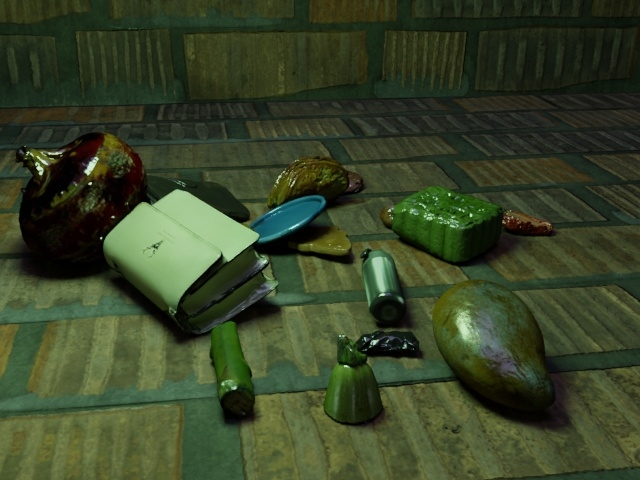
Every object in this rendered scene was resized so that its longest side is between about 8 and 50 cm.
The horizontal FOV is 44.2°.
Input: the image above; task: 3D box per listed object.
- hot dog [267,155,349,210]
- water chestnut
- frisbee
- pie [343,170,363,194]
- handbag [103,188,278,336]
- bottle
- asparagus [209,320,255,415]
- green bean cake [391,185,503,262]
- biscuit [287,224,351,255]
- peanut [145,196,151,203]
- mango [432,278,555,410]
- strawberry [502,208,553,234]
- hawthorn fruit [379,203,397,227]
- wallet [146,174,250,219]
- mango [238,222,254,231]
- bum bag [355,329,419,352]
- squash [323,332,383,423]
[{"bbox_3d":[-0.049,-0.159,2.234,0.259,0.175,0.114,-14,69,-36],"label":"hot dog"},{"bbox_3d":[-0.592,-0.112,1.867,0.350,0.302,0.350,-28,35,22],"label":"water chestnut"},{"bbox_3d":[-0.090,-0.043,2.033,0.242,0.045,0.242,-23,20,9],"label":"frisbee"},{"bbox_3d":[0.058,-0.179,2.435,0.154,0.038,0.153,-1,24,0],"label":"pie"},{"bbox_3d":[-0.294,0.041,1.708,0.237,0.160,0.359,-38,39,-21],"label":"handbag"},{"bbox_3d":[0.129,0.091,1.719,0.096,0.079,0.253,42,16,-16],"label":"bottle"},{"bbox_3d":[-0.165,0.221,1.431,0.067,0.060,0.277,-14,24,-9],"label":"asparagus"},{"bbox_3d":[0.320,-0.047,2.013,0.248,0.124,0.222,18,28,35],"label":"green bean cake"},{"bbox_3d":[0.000,0.000,1.997,0.162,0.035,0.250,-19,23,-27],"label":"biscuit"},{"bbox_3d":[-0.556,-0.120,2.137,0.130,0.130,0.290,-18,24,-38],"label":"peanut"},{"bbox_3d":[0.313,0.191,1.431,0.193,0.146,0.316,-6,37,-13],"label":"mango"},{"bbox_3d":[0.547,-0.043,2.120,0.152,0.048,0.104,23,21,15],"label":"strawberry"},{"bbox_3d":[0.190,-0.065,2.155,0.067,0.066,0.103,-6,-3,-16],"label":"hawthorn fruit"},{"bbox_3d":[-0.335,-0.115,2.095,0.310,0.042,0.165,3,34,-51],"label":"wallet"},{"bbox_3d":[-0.228,0.014,1.910,0.103,0.076,0.161,13,35,35],"label":"mango"},{"bbox_3d":[0.129,0.198,1.530,0.125,0.034,0.058,2,32,3],"label":"bum bag"},{"bbox_3d":[0.056,0.226,1.333,0.105,0.132,0.105,-1,21,0],"label":"squash"}]
